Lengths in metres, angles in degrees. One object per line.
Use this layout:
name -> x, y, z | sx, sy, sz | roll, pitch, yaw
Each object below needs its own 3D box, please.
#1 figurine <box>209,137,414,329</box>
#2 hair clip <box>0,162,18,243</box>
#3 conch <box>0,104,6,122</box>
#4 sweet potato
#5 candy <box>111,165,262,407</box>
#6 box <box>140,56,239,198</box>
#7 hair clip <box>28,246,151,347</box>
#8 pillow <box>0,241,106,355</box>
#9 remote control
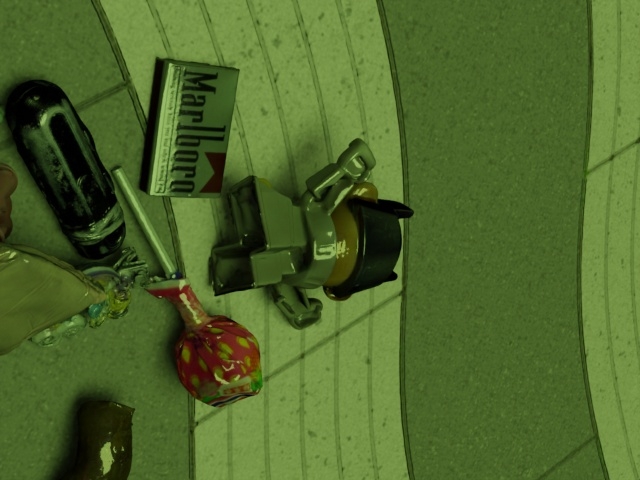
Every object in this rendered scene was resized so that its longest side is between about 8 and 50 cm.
figurine -> 0.000, 0.004, 1.793 | 0.308, 0.143, 0.308 | -16, 146, -11
hair clip -> -0.434, -0.029, 1.526 | 0.138, 0.102, 0.123 | 7, 128, -1
conch -> -0.432, -0.113, 1.510 | 0.180, 0.088, 0.065 | -37, 80, -32
sweet potato -> -0.335, 0.336, 1.711 | 0.112, 0.085, 0.286 | 37, 94, -3
candy -> -0.188, 0.062, 1.718 | 0.124, 0.124, 0.365 | -35, 113, -22
box -> -0.171, -0.146, 1.692 | 0.115, 0.036, 0.178 | 1, 104, -36
hair clip -> -0.299, 0.069, 1.642 | 0.172, 0.049, 0.116 | -27, 139, -21
pillow -> -0.409, 0.097, 1.524 | 0.270, 0.067, 0.173 | -33, 141, 14
remote control -> -0.303, -0.078, 1.591 | 0.090, 0.066, 0.266 | -37, 129, -19
